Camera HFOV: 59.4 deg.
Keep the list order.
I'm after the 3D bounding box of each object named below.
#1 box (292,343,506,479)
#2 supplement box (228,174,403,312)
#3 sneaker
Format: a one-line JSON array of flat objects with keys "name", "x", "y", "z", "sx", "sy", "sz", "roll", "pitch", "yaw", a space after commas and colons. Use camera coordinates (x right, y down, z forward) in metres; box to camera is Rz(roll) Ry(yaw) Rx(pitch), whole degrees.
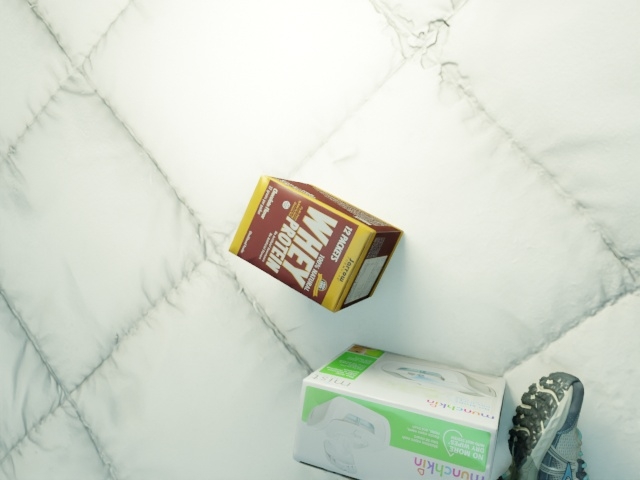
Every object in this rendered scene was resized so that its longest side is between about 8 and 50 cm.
[{"name": "box", "x": 0.125, "y": 0.262, "z": 0.824, "sx": 0.262, "sy": 0.231, "sz": 0.127, "roll": 9, "pitch": 95, "yaw": 21}, {"name": "supplement box", "x": 0.000, "y": 0.000, "z": 0.883, "sx": 0.191, "sy": 0.194, "sz": 0.129, "roll": 28, "pitch": 101, "yaw": 18}, {"name": "sneaker", "x": 0.342, "y": 0.331, "z": 0.827, "sx": 0.122, "sy": 0.110, "sz": 0.283, "roll": 16, "pitch": 100, "yaw": 2}]
